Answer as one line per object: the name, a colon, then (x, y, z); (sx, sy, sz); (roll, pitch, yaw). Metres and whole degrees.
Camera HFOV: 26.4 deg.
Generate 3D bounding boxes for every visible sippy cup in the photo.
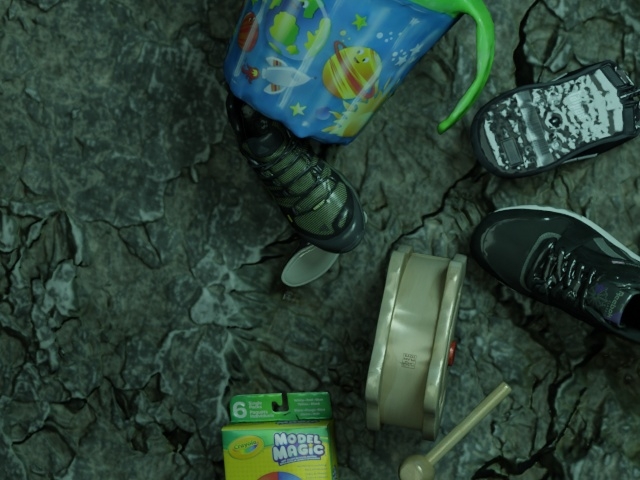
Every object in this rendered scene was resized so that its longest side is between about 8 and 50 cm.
sippy cup: (0.014, -0.231, 1.438); (0.305, 0.240, 0.224); (50, 119, 42)

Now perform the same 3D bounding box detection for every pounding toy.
pounding toy: (0.134, 0.142, 1.488); (0.155, 0.154, 0.269); (9, 78, 10)

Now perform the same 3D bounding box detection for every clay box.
clay box: (-0.043, 0.289, 1.574); (0.127, 0.053, 0.222); (-4, 95, 11)

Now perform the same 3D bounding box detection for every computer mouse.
computer mouse: (0.303, -0.106, 1.468); (0.262, 0.060, 0.184); (-25, 86, 1)

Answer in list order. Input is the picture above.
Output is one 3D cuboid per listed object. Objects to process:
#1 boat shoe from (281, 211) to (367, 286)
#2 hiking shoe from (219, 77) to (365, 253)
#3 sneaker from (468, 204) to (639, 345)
boat shoe: (0.000, 0.000, 1.545); (0.046, 0.038, 0.125); (30, 111, -36)
hiking shoe: (-0.040, -0.078, 1.485); (0.086, 0.114, 0.227); (-42, 70, 12)
sneaker: (0.293, 0.041, 1.448); (0.283, 0.124, 0.107); (23, 99, 8)
